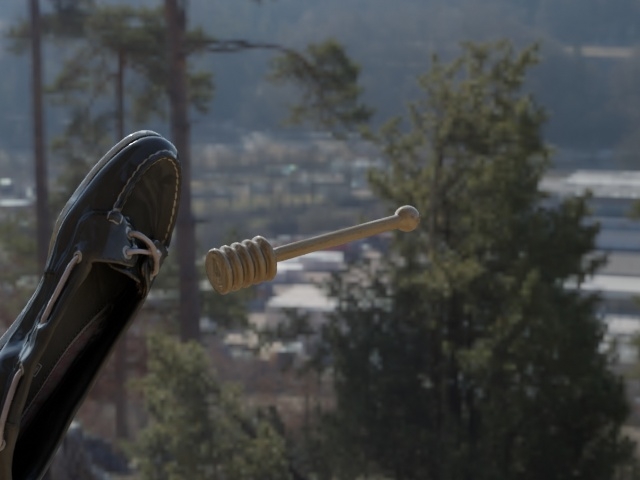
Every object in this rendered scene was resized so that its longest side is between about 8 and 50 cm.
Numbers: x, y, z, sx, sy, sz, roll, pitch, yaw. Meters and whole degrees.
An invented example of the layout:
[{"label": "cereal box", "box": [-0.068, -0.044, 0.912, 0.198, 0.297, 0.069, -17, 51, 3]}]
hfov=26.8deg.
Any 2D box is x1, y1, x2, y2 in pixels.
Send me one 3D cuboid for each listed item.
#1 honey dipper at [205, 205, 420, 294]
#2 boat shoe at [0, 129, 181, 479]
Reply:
[{"label": "honey dipper", "box": [0.000, 0.000, 0.880, 0.161, 0.030, 0.030, -17, 17, -32]}, {"label": "boat shoe", "box": [-0.198, 0.065, 1.143, 0.095, 0.335, 0.112, 26, -10, 35]}]
